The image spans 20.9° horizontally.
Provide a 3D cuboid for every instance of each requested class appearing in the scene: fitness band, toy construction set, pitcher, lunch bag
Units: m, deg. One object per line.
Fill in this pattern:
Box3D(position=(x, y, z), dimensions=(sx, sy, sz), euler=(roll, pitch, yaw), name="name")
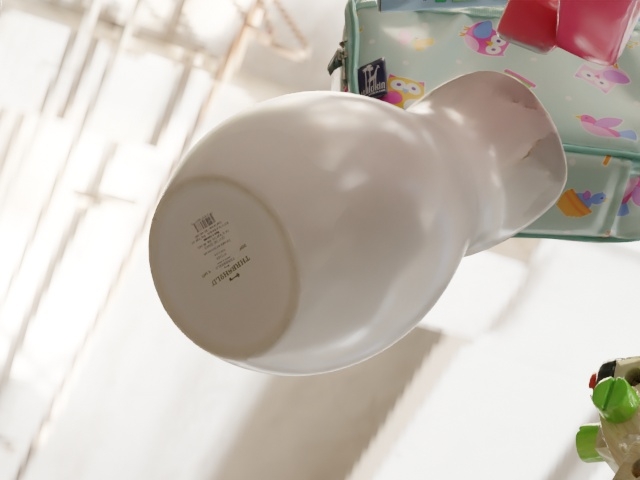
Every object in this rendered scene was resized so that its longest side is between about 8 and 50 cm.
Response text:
Box3D(position=(0.148, -0.187, 0.741), dimensions=(0.291, 0.054, 0.209), euler=(-55, 167, -61), name="fitness band")
Box3D(position=(0.263, 0.208, 1.259), dimensions=(0.151, 0.328, 0.215), euler=(1, -128, 23), name="toy construction set")
Box3D(position=(0.000, 0.000, 0.828), dimensions=(0.177, 0.207, 0.125), euler=(-38, -99, 37), name="pitcher")
Box3D(position=(0.140, -0.111, 1.360), dimensions=(0.108, 0.279, 0.224), euler=(101, -8, -45), name="lunch bag")

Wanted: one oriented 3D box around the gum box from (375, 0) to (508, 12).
Box3D(position=(0.113, -0.189, 1.005), dimensions=(0.157, 0.184, 0.041), euler=(-102, -171, -54), name="gum box")
